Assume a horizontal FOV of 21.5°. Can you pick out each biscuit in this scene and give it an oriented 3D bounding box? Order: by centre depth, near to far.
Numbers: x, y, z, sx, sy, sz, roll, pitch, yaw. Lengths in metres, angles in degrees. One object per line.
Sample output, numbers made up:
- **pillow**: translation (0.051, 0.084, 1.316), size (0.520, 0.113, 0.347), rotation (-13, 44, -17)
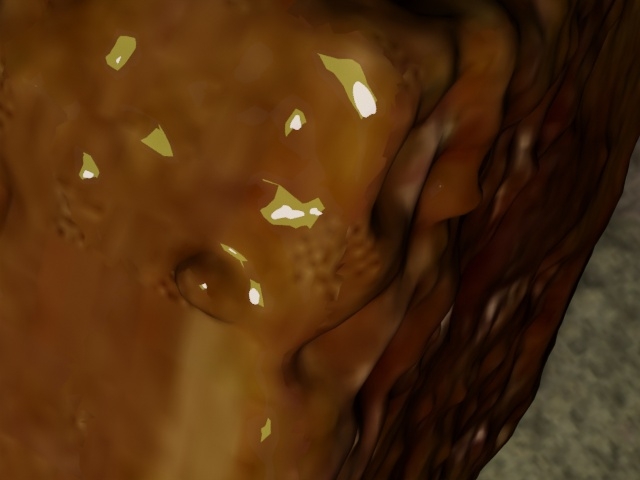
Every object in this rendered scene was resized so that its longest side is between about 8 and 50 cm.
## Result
- **biscuit**: translation (0.000, 0.000, 0.632), size (0.166, 0.395, 0.343), rotation (23, 118, 16)
